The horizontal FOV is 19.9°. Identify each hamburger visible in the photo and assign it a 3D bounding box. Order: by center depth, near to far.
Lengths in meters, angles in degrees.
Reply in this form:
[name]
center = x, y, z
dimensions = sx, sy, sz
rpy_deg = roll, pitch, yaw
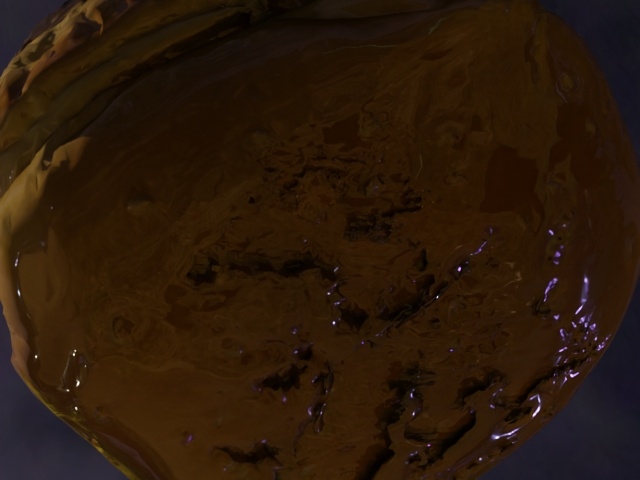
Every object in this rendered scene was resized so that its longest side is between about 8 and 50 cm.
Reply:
[hamburger]
center = 0.000, -0.006, 0.824
dimensions = 0.284, 0.174, 0.304
rpy_deg = -37, -42, 2
